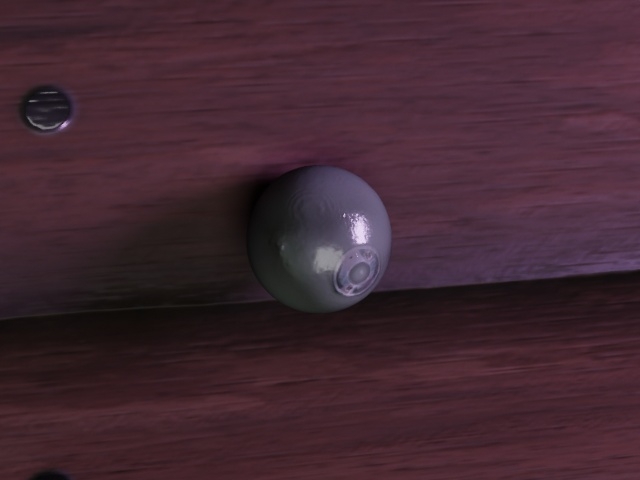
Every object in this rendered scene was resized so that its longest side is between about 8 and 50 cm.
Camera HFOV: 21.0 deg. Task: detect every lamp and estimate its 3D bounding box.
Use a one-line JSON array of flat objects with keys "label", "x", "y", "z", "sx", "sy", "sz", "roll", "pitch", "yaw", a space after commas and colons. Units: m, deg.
[{"label": "lamp", "x": 0.000, "y": 0.000, "z": 1.198, "sx": 0.105, "sy": 0.105, "sz": 0.105, "roll": -8, "pitch": 125, "yaw": -12}]
